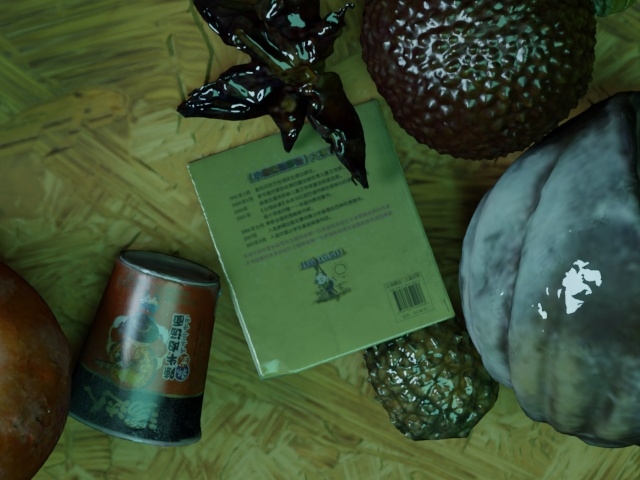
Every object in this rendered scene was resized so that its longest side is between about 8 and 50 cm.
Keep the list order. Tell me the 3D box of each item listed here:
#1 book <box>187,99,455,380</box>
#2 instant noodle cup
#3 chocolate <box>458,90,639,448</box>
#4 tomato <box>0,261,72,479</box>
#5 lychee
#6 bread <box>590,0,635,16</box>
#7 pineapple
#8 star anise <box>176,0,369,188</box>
[{"bbox_3d":[0.000,0.000,1.619,0.168,0.013,0.192,-19,84,-4],"label":"book"},{"bbox_3d":[-0.139,0.084,1.624,0.127,0.127,0.136,13,100,-16],"label":"instant noodle cup"},{"bbox_3d":[0.228,0.047,1.612,0.213,0.303,0.303,-23,116,23],"label":"chocolate"},{"bbox_3d":[-0.299,0.115,1.557,0.208,0.208,0.184,24,149,-19],"label":"tomato"},{"bbox_3d":[0.125,-0.154,1.546,0.194,0.194,0.194,-4,112,-10],"label":"lychee"},{"bbox_3d":[0.240,-0.253,1.588,0.094,0.083,0.157,-3,111,-23],"label":"bread"},{"bbox_3d":[0.068,0.075,1.673,0.108,0.108,0.198,-34,101,3],"label":"pineapple"},{"bbox_3d":[-0.041,-0.137,1.577,0.157,0.053,0.212,5,126,20],"label":"star anise"}]
